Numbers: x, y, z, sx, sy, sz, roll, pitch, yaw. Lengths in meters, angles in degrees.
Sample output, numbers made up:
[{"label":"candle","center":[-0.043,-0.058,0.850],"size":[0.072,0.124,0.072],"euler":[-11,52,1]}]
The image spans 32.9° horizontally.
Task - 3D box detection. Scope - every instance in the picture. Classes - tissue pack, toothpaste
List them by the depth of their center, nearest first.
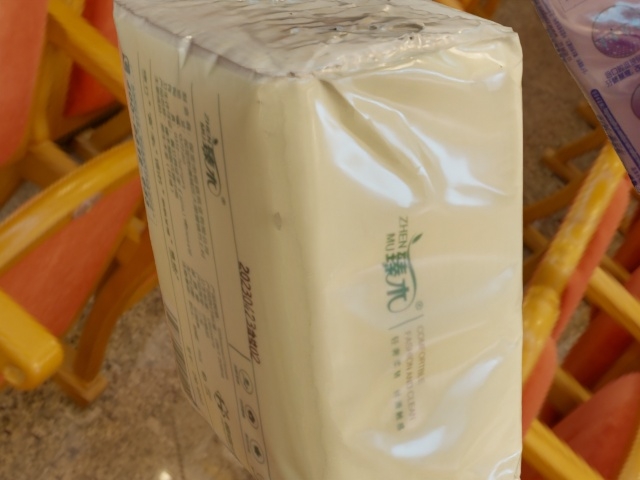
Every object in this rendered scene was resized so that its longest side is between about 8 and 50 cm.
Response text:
[{"label":"toothpaste","center":[0.199,-0.108,0.695],"size":[0.301,0.075,0.048],"euler":[61,11,-6]},{"label":"tissue pack","center":[0.000,0.000,0.827],"size":[0.207,0.380,0.297],"euler":[-19,31,-24]}]
